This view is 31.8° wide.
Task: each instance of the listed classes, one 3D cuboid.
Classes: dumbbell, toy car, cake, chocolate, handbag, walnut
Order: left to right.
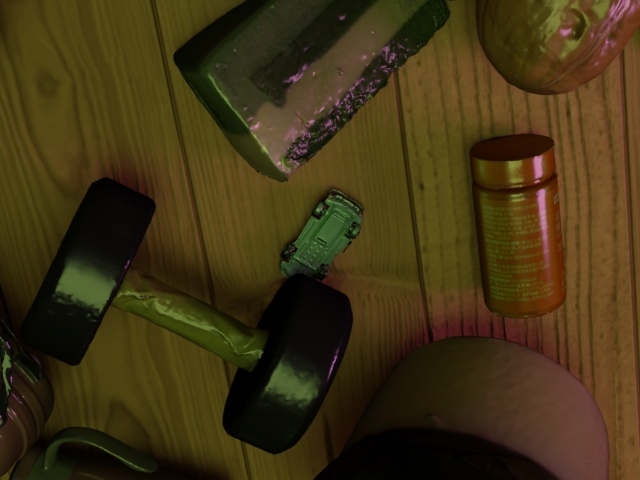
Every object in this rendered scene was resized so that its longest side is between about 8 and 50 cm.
[{"bbox_3d":[-0.434,0.141,1.259,0.283,0.149,0.301,-25,110,36],"label":"handbag"},{"bbox_3d":[-0.145,0.085,1.248,0.323,0.203,0.203,26,109,-10],"label":"dumbbell"},{"bbox_3d":[0.000,0.000,1.306,0.059,0.035,0.122,31,117,-12],"label":"toy car"},{"bbox_3d":[0.000,-0.194,1.159,0.284,0.172,0.158,-33,110,10],"label":"cake"},{"bbox_3d":[0.163,0.255,1.280,0.326,0.297,0.314,32,132,-16],"label":"chocolate"},{"bbox_3d":[0.246,-0.246,1.147,0.165,0.165,0.197,27,117,-11],"label":"walnut"}]

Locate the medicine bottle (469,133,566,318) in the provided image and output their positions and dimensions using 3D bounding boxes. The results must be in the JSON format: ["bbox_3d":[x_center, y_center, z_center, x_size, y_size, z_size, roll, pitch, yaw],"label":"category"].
[{"bbox_3d":[0.223,-0.016,1.270,0.096,0.096,0.191,-8,111,2],"label":"medicine bottle"}]

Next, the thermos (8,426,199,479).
[{"bbox_3d":[-0.249,0.322,1.376,0.265,0.146,0.176,22,116,-3],"label":"thermos"}]
